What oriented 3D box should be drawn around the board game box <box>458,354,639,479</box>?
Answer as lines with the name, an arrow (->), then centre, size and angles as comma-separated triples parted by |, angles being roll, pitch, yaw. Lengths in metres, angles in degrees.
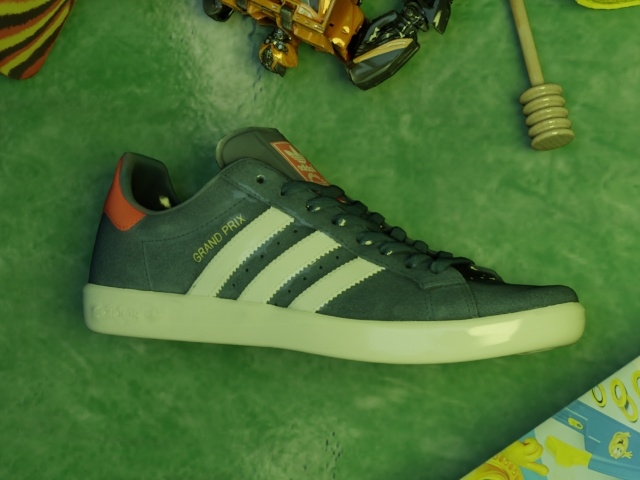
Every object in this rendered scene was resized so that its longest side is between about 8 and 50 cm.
board game box -> 0.181, 0.260, 0.770 | 0.302, 0.086, 0.308 | -37, 64, 11

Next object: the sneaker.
sneaker -> 0.000, 0.000, 0.875 | 0.350, 0.131, 0.148 | 4, 87, 22

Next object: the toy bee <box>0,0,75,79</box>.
toy bee -> -0.200, -0.272, 0.982 | 0.195, 0.162, 0.298 | 15, 87, 24

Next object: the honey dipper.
honey dipper -> 0.139, -0.139, 0.903 | 0.030, 0.030, 0.161 | -16, 72, 18

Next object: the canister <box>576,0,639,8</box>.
canister -> 0.218, -0.247, 0.864 | 0.126, 0.073, 0.170 | -6, 78, 20

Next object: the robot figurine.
robot figurine -> 0.025, -0.252, 0.931 | 0.211, 0.085, 0.291 | 28, 92, 27
